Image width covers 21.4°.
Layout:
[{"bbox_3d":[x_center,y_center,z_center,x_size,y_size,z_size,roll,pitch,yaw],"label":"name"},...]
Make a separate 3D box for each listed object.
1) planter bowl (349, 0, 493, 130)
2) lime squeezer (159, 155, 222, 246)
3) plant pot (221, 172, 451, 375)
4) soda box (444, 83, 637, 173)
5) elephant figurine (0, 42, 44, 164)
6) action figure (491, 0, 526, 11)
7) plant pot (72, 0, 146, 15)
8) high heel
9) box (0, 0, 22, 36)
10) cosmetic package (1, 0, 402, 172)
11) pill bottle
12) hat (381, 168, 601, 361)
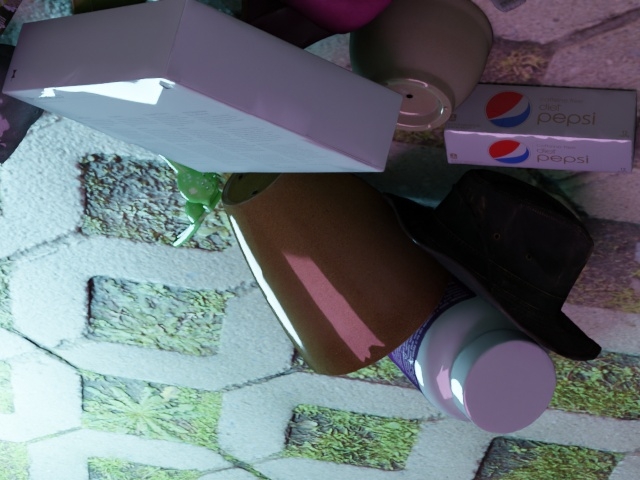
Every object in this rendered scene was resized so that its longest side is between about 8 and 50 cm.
[{"bbox_3d":[0.104,-0.190,1.867,0.162,0.109,0.162,9,149,5],"label":"planter bowl"},{"bbox_3d":[-0.182,-0.060,2.222,0.110,0.059,0.310,3,149,13],"label":"lime squeezer"},{"bbox_3d":[0.000,0.000,2.129,0.237,0.237,0.254,-18,124,39],"label":"plant pot"},{"bbox_3d":[0.254,-0.130,1.948,0.216,0.074,0.069,4,148,12],"label":"soda box"},{"bbox_3d":[-0.447,-0.200,1.979,0.239,0.186,0.169,38,175,-35],"label":"elephant figurine"},{"bbox_3d":[0.088,-0.356,1.504,0.330,0.341,0.178,44,178,-32],"label":"action figure"},{"bbox_3d":[-0.232,-0.286,1.861,0.079,0.083,0.083,-1,149,-2],"label":"plant pot"},{"bbox_3d":[-0.079,-0.339,1.711,0.181,0.127,0.377,-29,135,25],"label":"high heel"},{"bbox_3d":[-0.442,-0.289,1.834,0.233,0.159,0.044,35,167,-34],"label":"box"},{"bbox_3d":[-0.137,-0.160,1.850,0.284,0.097,0.377,19,171,-35],"label":"cosmetic package"},{"bbox_3d":[0.181,0.131,2.164,0.169,0.169,0.301,28,-172,-25],"label":"pill bottle"},{"bbox_3d":[0.239,-0.001,2.067,0.331,0.331,0.134,32,101,-30],"label":"hat"}]
